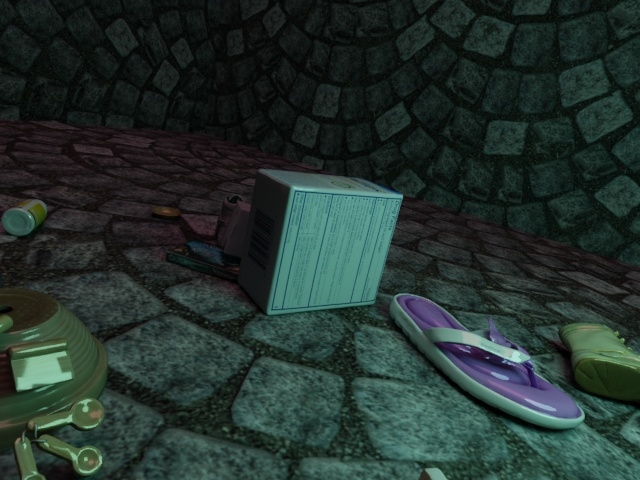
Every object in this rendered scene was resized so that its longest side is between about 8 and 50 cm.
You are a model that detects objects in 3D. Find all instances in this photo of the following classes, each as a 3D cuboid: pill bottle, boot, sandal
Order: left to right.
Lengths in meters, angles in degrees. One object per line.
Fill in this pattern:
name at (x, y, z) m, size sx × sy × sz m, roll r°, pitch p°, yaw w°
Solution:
pill bottle at (-0.667, -0.057, 1.031) m, size 0.065 × 0.065 × 0.116 m, roll 8°, pitch 18°, yaw -15°
boot at (-0.228, -0.061, 1.215) m, size 0.095 × 0.123 × 0.258 m, roll 11°, pitch 9°, yaw -16°
sandal at (0.279, 0.187, 0.841) m, size 0.169 × 0.102 × 0.416 m, roll -1°, pitch 22°, yaw -37°
boot at (0.625, 0.252, 0.898) m, size 0.262 × 0.095 × 0.203 m, roll 12°, pitch 15°, yaw 14°

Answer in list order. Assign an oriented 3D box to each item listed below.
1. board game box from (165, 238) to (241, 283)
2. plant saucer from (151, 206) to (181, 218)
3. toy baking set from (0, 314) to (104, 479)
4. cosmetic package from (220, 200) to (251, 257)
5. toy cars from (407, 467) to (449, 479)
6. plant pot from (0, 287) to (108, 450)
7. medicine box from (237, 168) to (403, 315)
board game box at (-0.246, 0.045, 1.061) m, size 0.186 × 0.026 × 0.126 m, roll 16°, pitch 17°, yaw 12°
plant saucer at (-0.454, -0.079, 1.333) m, size 0.083 × 0.015 × 0.083 m, roll 11°, pitch 16°, yaw -3°
toy baking set at (-0.310, 0.180, 0.408) m, size 0.197 × 0.030 × 0.256 m, roll 47°, pitch 28°, yaw 0°
cosmetic package at (-0.108, -0.001, 1.083) m, size 0.231 × 0.117 × 0.085 m, roll 20°, pitch 12°, yaw -24°
toy cars at (0.205, 0.313, 0.414) m, size 0.394 × 0.087 × 0.176 m, roll 19°, pitch 18°, yaw 20°
plant pot at (-0.387, 0.131, 0.550) m, size 0.237 × 0.109 × 0.237 m, roll 11°, pitch 18°, yaw -4°
medicine box at (0.000, 0.000, 0.970) m, size 0.289 × 0.263 × 0.149 m, roll 0°, pitch 21°, yaw -35°
